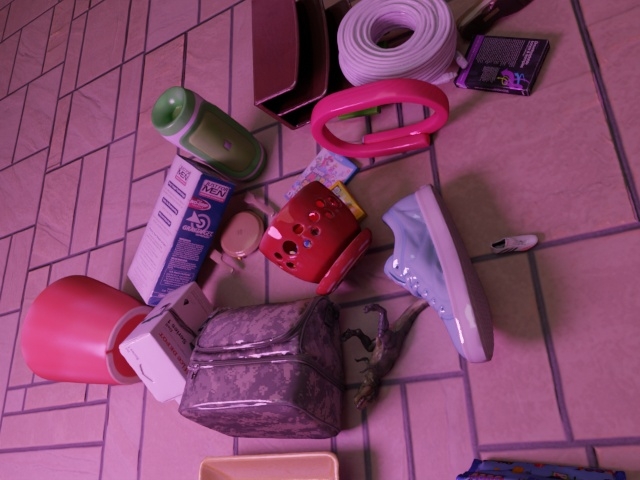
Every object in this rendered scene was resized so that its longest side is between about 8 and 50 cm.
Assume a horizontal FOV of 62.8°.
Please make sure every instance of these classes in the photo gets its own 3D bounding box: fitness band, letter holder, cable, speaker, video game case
[{"bbox_3d":[0.120,-0.249,1.088,0.291,0.209,0.054,-8,67,30],"label":"fitness band"},{"bbox_3d":[-0.033,-0.455,1.245,0.215,0.152,0.301,-15,68,31],"label":"letter holder"},{"bbox_3d":[0.161,-0.431,1.133,0.257,0.089,0.257,-19,64,8],"label":"cable"},{"bbox_3d":[-0.260,-0.248,1.273,0.131,0.297,0.131,-12,67,28],"label":"speaker"},{"bbox_3d":[0.000,-0.136,1.241,0.166,0.015,0.119,-50,54,6],"label":"video game case"}]

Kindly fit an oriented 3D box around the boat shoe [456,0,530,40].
[{"bbox_3d":[0.375,-0.514,1.120,0.190,0.068,0.072,-29,48,21],"label":"boat shoe"}]

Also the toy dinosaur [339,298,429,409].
[{"bbox_3d":[0.116,0.185,1.005,0.118,0.064,0.268,34,87,-4],"label":"toy dinosaur"}]

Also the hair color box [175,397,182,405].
[{"bbox_3d":[-0.300,0.335,1.229,0.167,0.053,0.093,34,93,35],"label":"hair color box"}]

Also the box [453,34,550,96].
[{"bbox_3d":[0.372,-0.363,1.084,0.162,0.029,0.116,21,85,37],"label":"box"}]

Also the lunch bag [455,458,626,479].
[{"bbox_3d":[0.327,0.484,0.743,0.221,0.138,0.293,-6,78,28],"label":"lunch bag"}]

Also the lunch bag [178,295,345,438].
[{"bbox_3d":[-0.109,0.246,1.058,0.305,0.212,0.255,-12,50,28],"label":"lunch bag"}]

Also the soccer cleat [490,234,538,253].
[{"bbox_3d":[0.350,0.005,0.953,0.083,0.036,0.029,-14,65,28],"label":"soccer cleat"}]

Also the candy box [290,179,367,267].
[{"bbox_3d":[-0.003,-0.032,1.186,0.206,0.027,0.105,-41,70,13],"label":"candy box"}]

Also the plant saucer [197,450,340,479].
[{"bbox_3d":[-0.086,0.579,0.985,0.333,0.081,0.332,-14,64,27],"label":"plant saucer"}]

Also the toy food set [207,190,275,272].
[{"bbox_3d":[-0.195,-0.017,1.312,0.132,0.038,0.192,35,87,29],"label":"toy food set"}]

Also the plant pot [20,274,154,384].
[{"bbox_3d":[-0.545,0.238,1.310,0.243,0.275,0.274,8,76,24],"label":"plant pot"}]

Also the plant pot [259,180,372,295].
[{"bbox_3d":[0.000,0.000,1.068,0.174,0.191,0.191,37,94,7],"label":"plant pot"}]

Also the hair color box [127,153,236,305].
[{"bbox_3d":[-0.353,-0.022,1.314,0.174,0.105,0.347,35,103,47],"label":"hair color box"}]

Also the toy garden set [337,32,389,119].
[{"bbox_3d":[0.074,-0.402,1.276,0.204,0.049,0.244,0,77,37],"label":"toy garden set"}]

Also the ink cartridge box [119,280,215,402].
[{"bbox_3d":[-0.310,0.217,1.149,0.093,0.160,0.219,-25,17,21],"label":"ink cartridge box"}]

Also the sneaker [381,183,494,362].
[{"bbox_3d":[0.204,0.071,0.971,0.150,0.135,0.365,-28,48,22],"label":"sneaker"}]
